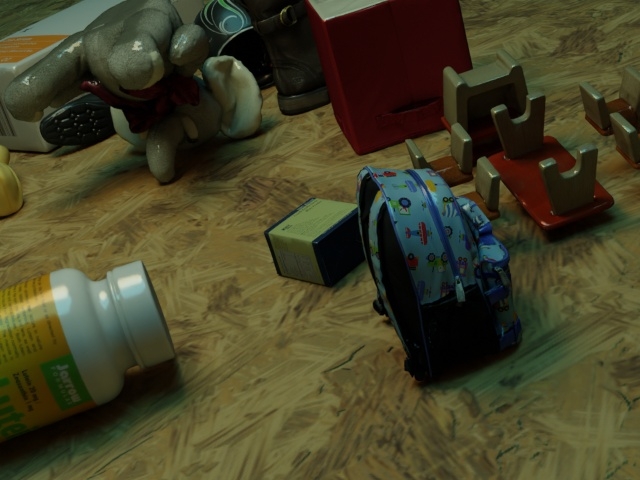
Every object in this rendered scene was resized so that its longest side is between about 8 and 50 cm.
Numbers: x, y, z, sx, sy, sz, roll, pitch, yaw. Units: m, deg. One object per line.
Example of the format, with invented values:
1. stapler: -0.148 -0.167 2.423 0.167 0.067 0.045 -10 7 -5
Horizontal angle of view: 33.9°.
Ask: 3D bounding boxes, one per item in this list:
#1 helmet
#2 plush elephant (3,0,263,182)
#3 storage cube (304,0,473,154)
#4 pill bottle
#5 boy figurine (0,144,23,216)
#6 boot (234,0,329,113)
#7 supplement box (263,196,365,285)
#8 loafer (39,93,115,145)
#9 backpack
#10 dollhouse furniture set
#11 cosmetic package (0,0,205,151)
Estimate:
1. helmet: -0.139 -0.342 1.782 0.169 0.169 0.161 -22 43 -10
2. plush elephant: -0.240 -0.210 1.517 0.272 0.255 0.330 -14 32 27
3. storage cube: 0.094 -0.259 1.444 0.183 0.193 0.215 -17 27 -2
4. pill bottle: -0.270 0.107 0.999 0.245 0.136 0.136 -20 26 -7
5. boy figurine: -0.549 -0.099 1.625 0.285 0.092 0.177 9 36 40
6. boot: 0.006 -0.337 1.607 0.263 0.229 0.091 -28 28 -22
7. supplement box: 0.000 0.000 1.143 0.083 0.056 0.083 11 37 43
8. loafer: -0.372 -0.214 1.773 0.223 0.076 0.078 -25 22 -28
9. backpack: 0.098 0.010 0.933 0.117 0.173 0.158 -18 25 -2
10. dollhouse furniture set: 0.228 -0.094 1.161 0.262 0.135 0.259 -19 37 -5
11. cosmetic package: -0.431 -0.334 1.938 0.230 0.161 0.453 6 33 39
